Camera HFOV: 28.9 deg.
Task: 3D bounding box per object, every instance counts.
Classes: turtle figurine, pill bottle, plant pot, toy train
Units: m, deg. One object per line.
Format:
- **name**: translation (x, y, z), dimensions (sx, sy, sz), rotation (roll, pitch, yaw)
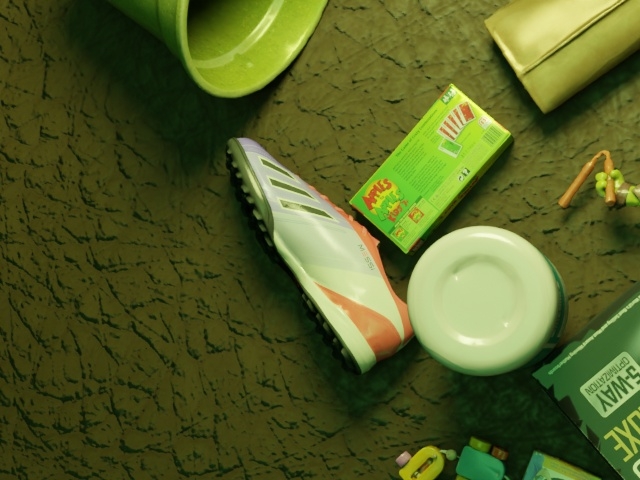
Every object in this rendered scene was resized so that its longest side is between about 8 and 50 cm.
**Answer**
- **turtle figurine**: translation (0.389, -0.068, 1.307), dimensions (0.269, 0.217, 0.087), rotation (-28, 107, 12)
- **pill bottle**: translation (0.183, 0.067, 1.300), dimensions (0.146, 0.264, 0.146), rotation (-1, 84, 14)
- **plant pot**: translation (-0.157, -0.341, 1.443), dimensions (0.253, 0.276, 0.276), rotation (30, 94, 27)
- **toy train**: translation (0.149, 0.289, 1.407), dimensions (0.166, 0.046, 0.125), rotation (-20, 82, 16)

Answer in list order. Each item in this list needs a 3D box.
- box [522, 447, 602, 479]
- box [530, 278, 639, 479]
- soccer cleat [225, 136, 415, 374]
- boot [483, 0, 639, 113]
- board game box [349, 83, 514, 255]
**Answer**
- **box**: translation (0.252, 0.311, 1.385), dimensions (0.081, 0.028, 0.136), rotation (21, 90, 15)
- **box**: translation (0.420, 0.135, 1.328), dimensions (0.307, 0.076, 0.242), rotation (-41, 78, 8)
- **soccer cleat**: translation (0.000, 0.000, 1.449), dimensions (0.116, 0.109, 0.318), rotation (-31, 76, -10)
- **boot**: translation (0.354, -0.222, 1.374), dimensions (0.269, 0.089, 0.236), rotation (-33, 68, 10)
- **board game box**: translation (0.129, -0.081, 1.440), dimensions (0.092, 0.043, 0.181), rotation (42, 96, 14)
